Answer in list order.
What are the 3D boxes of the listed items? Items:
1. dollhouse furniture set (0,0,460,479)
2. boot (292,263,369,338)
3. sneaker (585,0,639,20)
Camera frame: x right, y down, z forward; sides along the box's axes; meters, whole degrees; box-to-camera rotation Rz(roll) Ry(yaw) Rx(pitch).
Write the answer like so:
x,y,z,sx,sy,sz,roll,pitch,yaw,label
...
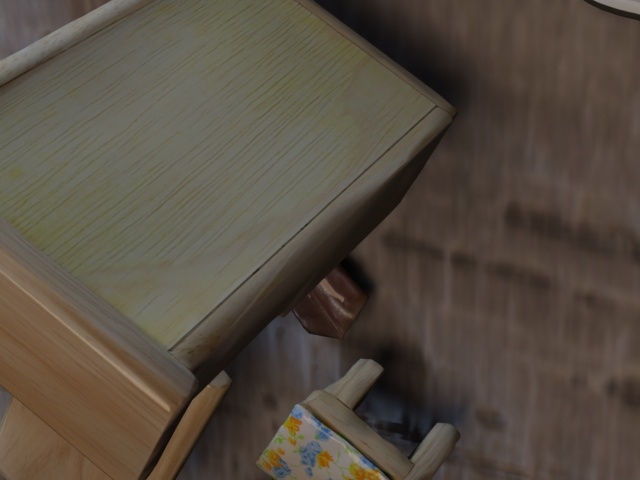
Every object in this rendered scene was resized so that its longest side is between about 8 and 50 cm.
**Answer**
x,y,z,sx,sy,sz,roll,pitch,yaw,label
-0.123,0.073,0.673,0.362,0.256,0.394,39,133,8,dollhouse furniture set
0.000,0.000,0.738,0.106,0.037,0.114,-34,92,46,boot
0.243,-0.173,0.479,0.296,0.124,0.178,11,127,25,sneaker
